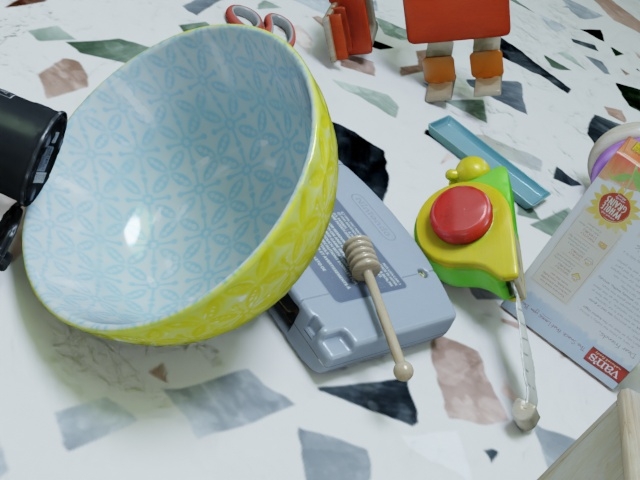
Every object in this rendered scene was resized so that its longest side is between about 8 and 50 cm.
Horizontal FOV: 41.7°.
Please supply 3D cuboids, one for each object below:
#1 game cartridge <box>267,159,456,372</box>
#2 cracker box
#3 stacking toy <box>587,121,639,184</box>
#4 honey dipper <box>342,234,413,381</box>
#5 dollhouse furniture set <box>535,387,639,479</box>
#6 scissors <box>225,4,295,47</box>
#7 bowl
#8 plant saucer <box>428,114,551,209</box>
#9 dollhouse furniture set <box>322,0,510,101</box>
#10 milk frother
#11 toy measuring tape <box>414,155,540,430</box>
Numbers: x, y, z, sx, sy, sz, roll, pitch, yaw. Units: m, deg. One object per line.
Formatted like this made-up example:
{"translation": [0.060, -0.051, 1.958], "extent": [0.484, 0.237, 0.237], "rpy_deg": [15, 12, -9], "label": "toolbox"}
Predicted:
{"translation": [0.000, 0.000, 0.886], "extent": [0.198, 0.062, 0.297], "rpy_deg": [-5, 48, -43], "label": "game cartridge"}
{"translation": [0.324, 0.028, 0.905], "extent": [0.156, 0.232, 0.067], "rpy_deg": [38, 36, 13], "label": "cracker box"}
{"translation": [0.437, -0.021, 1.134], "extent": [0.141, 0.141, 0.330], "rpy_deg": [24, 41, -5], "label": "stacking toy"}
{"translation": [0.057, 0.062, 0.782], "extent": [0.030, 0.030, 0.160], "rpy_deg": [5, 45, -28], "label": "honey dipper"}
{"translation": [0.345, 0.291, 0.654], "extent": [0.356, 0.173, 0.303], "rpy_deg": [26, 37, -2], "label": "dollhouse furniture set"}
{"translation": [-0.083, -0.252, 1.160], "extent": [0.109, 0.021, 0.297], "rpy_deg": [17, 36, -17], "label": "scissors"}
{"translation": [-0.095, -0.027, 0.732], "extent": [0.156, 0.289, 0.289], "rpy_deg": [45, 15, -50], "label": "bowl"}
{"translation": [0.238, -0.112, 1.201], "extent": [0.192, 0.018, 0.067], "rpy_deg": [41, 38, 18], "label": "plant saucer"}
{"translation": [0.145, -0.328, 1.231], "extent": [0.259, 0.262, 0.135], "rpy_deg": [-2, 35, 16], "label": "dollhouse furniture set"}
{"translation": [-0.294, -0.058, 0.678], "extent": [0.135, 0.129, 0.143], "rpy_deg": [23, 74, -7], "label": "milk frother"}
{"translation": [0.162, 0.047, 0.912], "extent": [0.121, 0.121, 0.330], "rpy_deg": [13, 56, -19], "label": "toy measuring tape"}
